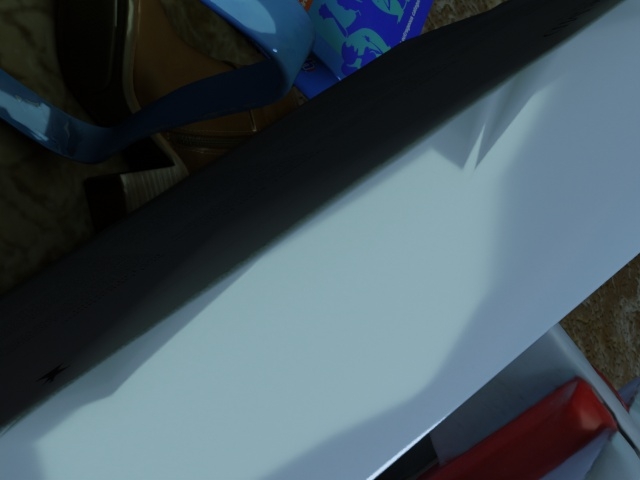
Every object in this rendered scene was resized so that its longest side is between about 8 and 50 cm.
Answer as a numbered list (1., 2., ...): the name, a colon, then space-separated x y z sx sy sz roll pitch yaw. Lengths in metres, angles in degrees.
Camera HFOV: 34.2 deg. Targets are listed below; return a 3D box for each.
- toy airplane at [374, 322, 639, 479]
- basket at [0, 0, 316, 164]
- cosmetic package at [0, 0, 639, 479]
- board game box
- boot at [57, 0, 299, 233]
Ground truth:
1. toy airplane: -0.001 0.172 0.540 0.384 0.272 0.386 -48 160 -24
2. basket: -0.168 -0.131 0.424 0.289 0.255 0.201 39 65 -25
3. cosmetic package: 0.000 0.000 0.487 0.377 0.284 0.097 -35 101 -23
4. board game box: -0.006 -0.203 0.743 0.210 0.047 0.160 40 60 -35
5. boot: -0.076 -0.098 0.644 0.152 0.073 0.197 -17 112 -41
